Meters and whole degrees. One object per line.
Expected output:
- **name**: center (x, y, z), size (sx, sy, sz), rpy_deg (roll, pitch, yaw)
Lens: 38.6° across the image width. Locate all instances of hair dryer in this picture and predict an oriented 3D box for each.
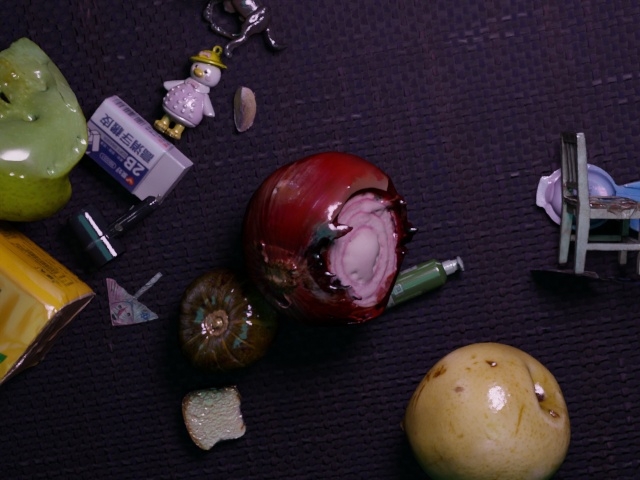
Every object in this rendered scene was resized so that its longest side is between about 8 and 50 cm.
- **hair dryer**: center (-0.402, -0.044, 1.843), size (0.219, 0.071, 0.124), rpy_deg (-30, 95, 24)

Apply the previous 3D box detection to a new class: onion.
- **onion**: center (-0.003, 0.007, 1.742), size (0.341, 0.341, 0.341), rpy_deg (0, 96, 2)

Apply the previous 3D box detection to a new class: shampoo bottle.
- **shampoo bottle**: center (0.194, 0.084, 1.859), size (0.205, 0.065, 0.065), rpy_deg (-23, 95, 5)

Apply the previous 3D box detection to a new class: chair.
- **chair**: center (0.539, -0.073, 1.740), size (0.147, 0.136, 0.270), rpy_deg (0, 97, 1)

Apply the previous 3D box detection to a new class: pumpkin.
- **pumpkin**: center (-0.182, 0.162, 1.846), size (0.219, 0.162, 0.219), rpy_deg (-5, 76, 20)

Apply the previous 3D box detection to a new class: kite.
- **kite**: center (-0.392, 0.118, 1.917), size (0.137, 0.005, 0.152), rpy_deg (37, 95, -3)
- **kite**: center (0.544, 0.070, 1.820), size (0.245, 0.141, 0.015), rpy_deg (8, 93, -8)

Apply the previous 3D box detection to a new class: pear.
- **pear**: center (0.321, 0.353, 1.773), size (0.309, 0.309, 0.309), rpy_deg (0, 96, 2)
- **pear**: center (-0.605, -0.176, 1.758), size (0.318, 0.342, 0.238), rpy_deg (46, 135, -4)

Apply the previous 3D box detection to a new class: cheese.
- **cheese**: center (0.556, -0.082, 1.834), size (0.245, 0.052, 0.135), rpy_deg (8, 99, 1)

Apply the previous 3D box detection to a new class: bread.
- **bread**: center (-0.221, 0.367, 1.920), size (0.126, 0.044, 0.129), rpy_deg (-13, 93, -4)

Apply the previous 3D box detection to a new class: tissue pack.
- **tissue pack**: center (-0.675, 0.078, 1.784), size (0.382, 0.293, 0.228), rpy_deg (37, 91, -2)

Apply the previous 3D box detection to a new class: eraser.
- **eraser**: center (-0.376, -0.178, 1.845), size (0.210, 0.068, 0.124), rpy_deg (42, 109, -3)

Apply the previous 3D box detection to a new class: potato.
- **potato**: center (-0.154, -0.271, 1.854), size (0.037, 0.036, 0.093), rpy_deg (-10, 119, -32)

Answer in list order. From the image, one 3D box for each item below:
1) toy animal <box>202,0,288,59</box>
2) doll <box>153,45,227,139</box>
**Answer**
- **toy animal**: center (-0.161, -0.463, 1.806), size (0.148, 0.084, 0.232), rpy_deg (-31, 91, 4)
- **doll**: center (-0.254, -0.297, 1.828), size (0.129, 0.081, 0.207), rpy_deg (34, 95, 15)
